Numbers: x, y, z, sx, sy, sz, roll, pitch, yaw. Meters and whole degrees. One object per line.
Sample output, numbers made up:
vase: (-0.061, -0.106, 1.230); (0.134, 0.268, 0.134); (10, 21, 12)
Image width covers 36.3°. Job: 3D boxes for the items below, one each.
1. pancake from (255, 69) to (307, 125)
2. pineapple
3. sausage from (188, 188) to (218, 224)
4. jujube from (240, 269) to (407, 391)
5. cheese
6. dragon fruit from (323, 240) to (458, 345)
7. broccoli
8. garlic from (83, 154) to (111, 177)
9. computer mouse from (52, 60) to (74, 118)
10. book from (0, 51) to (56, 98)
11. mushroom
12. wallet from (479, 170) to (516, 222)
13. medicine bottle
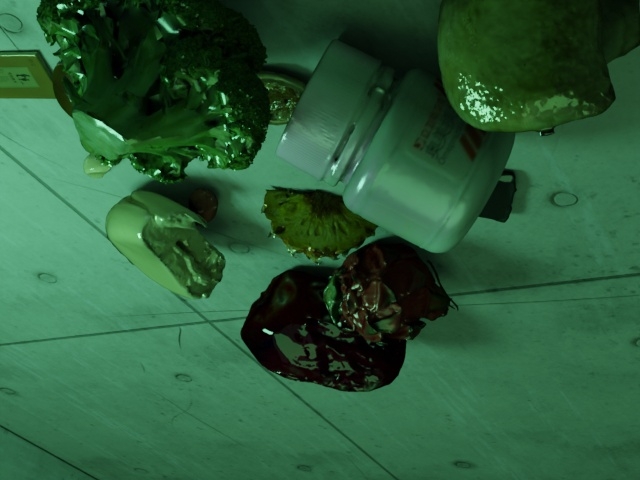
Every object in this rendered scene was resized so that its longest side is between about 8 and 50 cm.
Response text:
pancake: (-0.076, -0.248, 1.697); (0.152, 0.025, 0.151); (10, 149, 6)
pineapple: (-0.006, -0.001, 1.975); (0.250, 0.139, 0.164); (12, 150, -7)
sausage: (-0.241, -0.071, 2.008); (0.054, 0.059, 0.094); (-27, 159, -20)
jujube: (0.009, 0.210, 2.229); (0.377, 0.258, 0.258); (15, 149, -18)
cheese: (-0.319, 0.007, 2.034); (0.233, 0.127, 0.266); (17, 155, 39)
dragon fruit: (0.150, 0.116, 2.054); (0.293, 0.233, 0.234); (14, 151, -28)
broccoli: (-0.251, -0.245, 1.493); (0.413, 0.310, 0.321); (36, 177, 3)
garlic: (-0.451, -0.150, 1.967); (0.053, 0.041, 0.083); (10, 160, -23)
computer mouse: (-0.332, -0.237, 1.756); (0.311, 0.071, 0.158); (16, 147, -6)
book: (-0.569, -0.300, 1.783); (0.172, 0.012, 0.118); (2, 148, 15)
mushroom: (0.291, -0.277, 1.347); (0.292, 0.217, 0.212); (0, 143, 19)
wallet: (0.222, -0.097, 1.844); (0.286, 0.030, 0.146); (7, 146, 5)
medicine bottle: (0.116, -0.154, 1.552); (0.325, 0.256, 0.256); (29, 147, -1)
